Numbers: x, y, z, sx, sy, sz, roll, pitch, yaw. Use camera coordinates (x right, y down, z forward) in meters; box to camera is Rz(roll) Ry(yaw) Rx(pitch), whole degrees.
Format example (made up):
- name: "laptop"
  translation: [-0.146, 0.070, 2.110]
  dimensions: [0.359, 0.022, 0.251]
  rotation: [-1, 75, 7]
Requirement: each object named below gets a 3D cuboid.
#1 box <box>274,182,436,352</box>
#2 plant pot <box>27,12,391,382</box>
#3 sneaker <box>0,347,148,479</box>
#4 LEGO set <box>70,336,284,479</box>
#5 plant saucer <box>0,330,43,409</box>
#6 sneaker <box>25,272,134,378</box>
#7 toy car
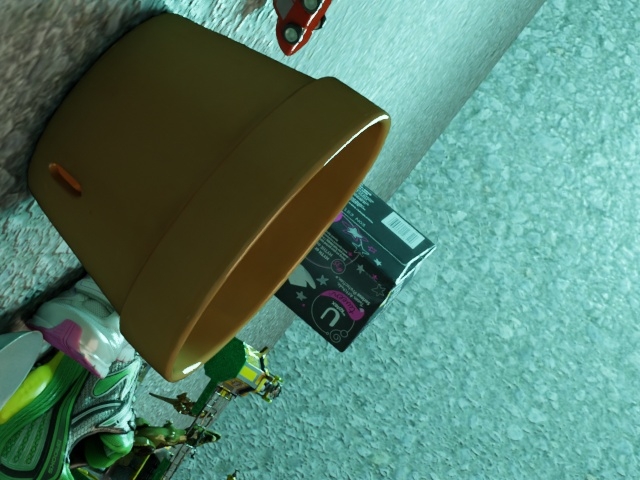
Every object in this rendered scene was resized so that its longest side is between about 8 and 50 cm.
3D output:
- name: "box"
  translation: [0.000, 0.000, 2.046]
  dimensions: [0.142, 0.247, 0.163]
  rotation: [-53, 172, 30]
- name: "plant pot"
  translation: [-0.109, -0.053, 1.302]
  dimensions: [0.291, 0.203, 0.291]
  rotation: [-50, 172, -9]
- name: "sneaker"
  translation: [-0.262, 0.188, 1.794]
  dimensions: [0.343, 0.146, 0.134]
  rotation: [-46, 172, -43]
- name: "LEGO set"
  translation: [-0.188, 0.238, 1.982]
  dimensions: [0.331, 0.255, 0.192]
  rotation: [-65, 149, -10]
- name: "plant saucer"
  translation: [-0.351, 0.153, 1.508]
  dimensions: [0.195, 0.037, 0.195]
  rotation: [-49, 173, -8]
- name: "sneaker"
  translation: [-0.230, 0.069, 1.636]
  dimensions: [0.111, 0.103, 0.252]
  rotation: [-56, 179, 6]
- name: "toy car"
  translation: [0.033, -0.308, 1.486]
  dimensions: [0.225, 0.053, 0.239]
  rotation: [-48, 173, -21]
